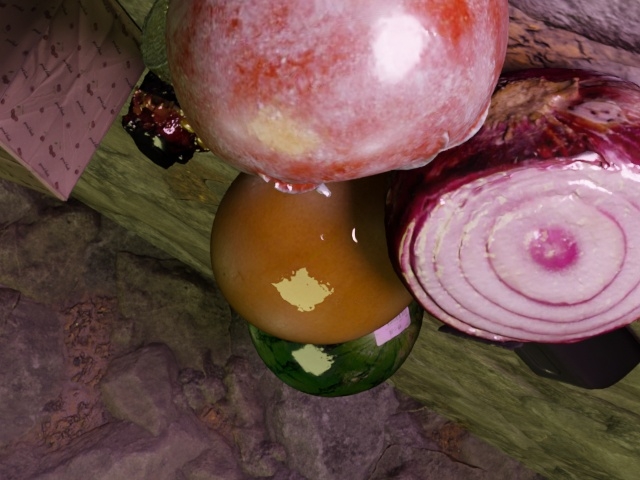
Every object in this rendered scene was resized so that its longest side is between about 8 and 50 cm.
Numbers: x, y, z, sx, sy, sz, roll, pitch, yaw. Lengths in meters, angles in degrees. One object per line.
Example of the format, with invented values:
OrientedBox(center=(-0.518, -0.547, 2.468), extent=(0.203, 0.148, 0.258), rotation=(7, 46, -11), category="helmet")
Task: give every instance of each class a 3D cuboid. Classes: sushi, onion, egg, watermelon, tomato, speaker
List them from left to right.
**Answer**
OrientedBox(center=(-0.228, -0.198, 1.640), extent=(0.172, 0.150, 0.153), rotation=(22, 164, 23), category="sushi")
OrientedBox(center=(0.000, 0.000, 1.378), extent=(0.283, 0.282, 0.351), rotation=(34, 143, -23), category="egg")
OrientedBox(center=(0.022, 0.131, 1.943), extent=(0.363, 0.363, 0.363), rotation=(26, 165, 7), category="watermelon")
OrientedBox(center=(0.013, -0.187, 0.949), extent=(0.317, 0.317, 0.282), rotation=(12, 122, 45), category="tomato")
OrientedBox(center=(0.375, 0.164, 1.727), extent=(0.180, 0.184, 0.388), rotation=(13, 160, 44), category="speaker")
OrientedBox(center=(0.240, -0.053, 1.097), extent=(0.337, 0.260, 0.281), rotation=(-17, 123, 22), category="onion")

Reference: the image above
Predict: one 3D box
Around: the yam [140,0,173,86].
OrientedBox(center=(-0.116, -0.231, 1.357), extent=(0.254, 0.154, 0.154), rotation=(35, 164, -19), category="yam")

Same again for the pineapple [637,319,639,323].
OrientedBox(center=(0.411, 0.019, 1.259), extent=(0.279, 0.157, 0.158), rotation=(36, 163, -16), category="pineapple")

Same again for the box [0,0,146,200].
OrientedBox(center=(-0.431, -0.251, 1.550), extent=(0.190, 0.297, 0.225), rotation=(16, 161, 28), category="box")
